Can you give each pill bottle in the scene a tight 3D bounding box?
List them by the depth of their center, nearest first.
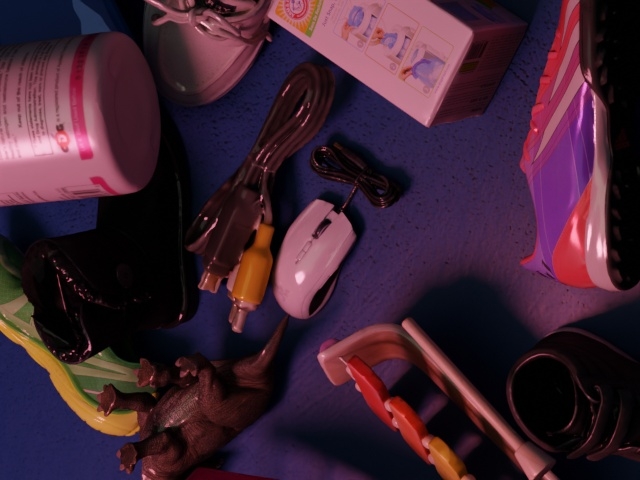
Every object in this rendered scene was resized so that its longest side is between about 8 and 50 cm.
[{"bbox_3d":[-0.317,-0.114,1.745,0.283,0.160,0.160,-5,95,16],"label":"pill bottle"}]

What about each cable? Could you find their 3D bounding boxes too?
[{"bbox_3d":[-0.056,-0.055,1.783,0.287,0.072,0.139,-63,31,13],"label":"cable"}]

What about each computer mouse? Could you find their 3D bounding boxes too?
[{"bbox_3d":[0.000,0.000,1.756,0.106,0.042,0.193,37,116,23],"label":"computer mouse"}]

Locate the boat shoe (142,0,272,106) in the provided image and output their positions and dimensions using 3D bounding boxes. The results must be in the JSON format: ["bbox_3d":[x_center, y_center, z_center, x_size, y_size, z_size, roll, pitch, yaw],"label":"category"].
[{"bbox_3d":[-0.093,-0.245,1.668,0.136,0.156,0.367,29,129,-5],"label":"boat shoe"}]

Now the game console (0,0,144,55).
[{"bbox_3d":[-0.330,-0.231,1.920,0.293,0.173,0.250,63,165,9],"label":"game console"}]

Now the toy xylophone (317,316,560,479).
[{"bbox_3d":[0.126,0.185,1.611,0.081,0.236,0.323,-43,64,-6],"label":"toy xylophone"}]

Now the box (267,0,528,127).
[{"bbox_3d":[0.070,-0.206,1.632,0.203,0.114,0.103,37,117,22],"label":"box"}]

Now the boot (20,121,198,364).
[{"bbox_3d":[-0.222,-0.008,1.802,0.094,0.207,0.246,-7,93,30],"label":"boot"}]

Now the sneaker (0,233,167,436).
[{"bbox_3d":[-0.273,0.086,1.930,0.295,0.109,0.123,43,100,20],"label":"sneaker"}]

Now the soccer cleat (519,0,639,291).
[{"bbox_3d":[0.226,-0.114,1.554,0.116,0.108,0.318,4,102,37],"label":"soccer cleat"}]

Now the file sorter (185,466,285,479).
[{"bbox_3d":[-0.015,0.355,1.681,0.291,0.202,0.182,7,105,13],"label":"file sorter"}]

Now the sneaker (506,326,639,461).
[{"bbox_3d":[0.290,0.170,1.528,0.296,0.147,0.104,26,109,27],"label":"sneaker"}]

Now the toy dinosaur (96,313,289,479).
[{"bbox_3d":[-0.124,0.173,1.819,0.313,0.160,0.121,-54,50,17],"label":"toy dinosaur"}]
